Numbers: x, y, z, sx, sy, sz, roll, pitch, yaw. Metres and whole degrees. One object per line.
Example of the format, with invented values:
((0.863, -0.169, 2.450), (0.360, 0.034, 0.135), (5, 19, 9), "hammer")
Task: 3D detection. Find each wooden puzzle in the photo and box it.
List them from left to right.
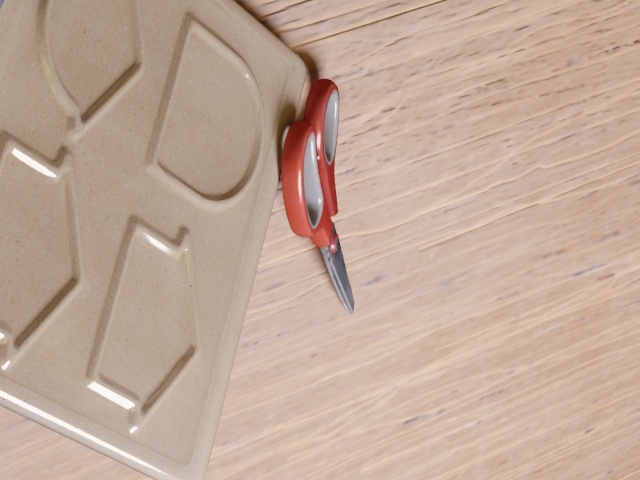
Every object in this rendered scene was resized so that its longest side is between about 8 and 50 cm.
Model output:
((-0.144, -0.036, 1.189), (0.348, 0.080, 0.322), (40, 59, -54), "wooden puzzle")

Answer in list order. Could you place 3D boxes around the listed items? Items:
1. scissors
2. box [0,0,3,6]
((0.000, 0.000, 1.430), (0.297, 0.021, 0.109), (85, 17, -50), "scissors")
((-0.225, -0.278, 0.882), (0.318, 0.097, 0.395), (14, 105, -54), "box")
